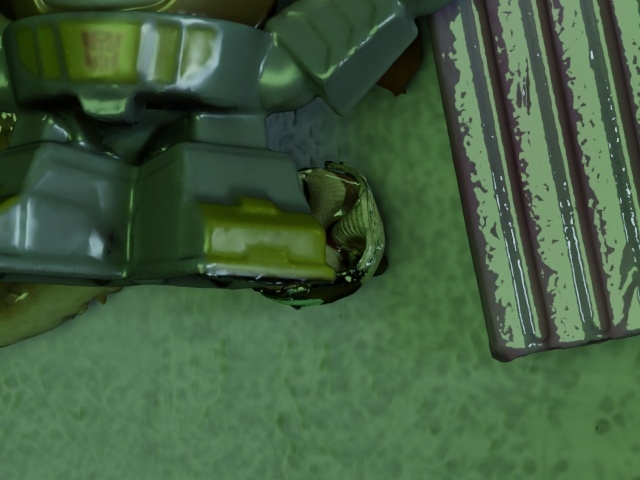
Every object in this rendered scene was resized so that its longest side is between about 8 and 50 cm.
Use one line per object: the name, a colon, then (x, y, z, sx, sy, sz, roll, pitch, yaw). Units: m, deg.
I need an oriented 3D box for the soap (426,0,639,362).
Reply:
soap: (0.133, -0.045, 0.864, 0.122, 0.065, 0.203, -11, 88, 22)

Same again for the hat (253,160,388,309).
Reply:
hat: (0.000, 0.001, 0.925, 0.077, 0.059, 0.076, -13, 71, 17)

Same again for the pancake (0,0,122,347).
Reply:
pancake: (-0.228, -0.105, 1.009, 0.356, 0.065, 0.356, 2, 95, 19)

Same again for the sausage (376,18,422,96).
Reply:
sausage: (0.025, -0.171, 0.911, 0.062, 0.054, 0.183, 3, 96, 50)

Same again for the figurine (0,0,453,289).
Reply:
figurine: (-0.096, -0.117, 0.860, 0.342, 0.167, 0.285, 5, 84, -9)
